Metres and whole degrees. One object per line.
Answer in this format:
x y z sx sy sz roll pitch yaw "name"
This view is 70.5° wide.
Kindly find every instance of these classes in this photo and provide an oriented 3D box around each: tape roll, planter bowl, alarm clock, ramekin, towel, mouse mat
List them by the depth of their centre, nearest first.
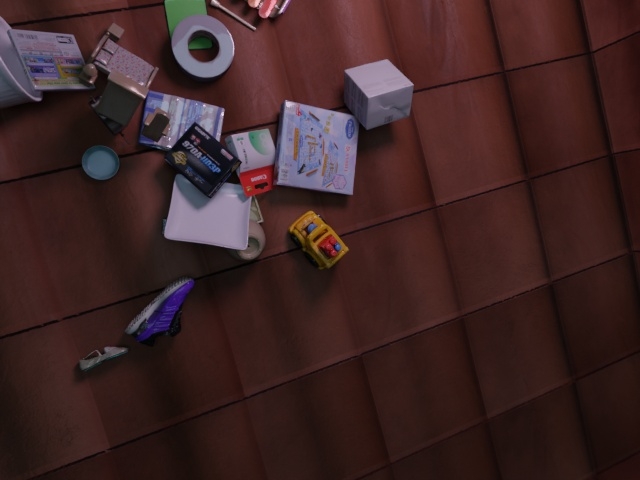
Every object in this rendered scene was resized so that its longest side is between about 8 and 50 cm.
-1.004 -0.546 1.397 0.135 0.277 0.277 -21 97 -7 "ramekin"
-0.716 -0.413 1.555 0.064 0.129 0.192 -37 120 -14 "alarm clock"
-0.426 -0.696 1.648 0.219 0.072 0.219 -1 96 -15 "tape roll"
-0.504 -0.419 1.658 0.285 0.034 0.209 11 87 -15 "towel"
-0.486 -0.798 1.669 0.153 0.007 0.189 -9 93 -15 "mouse mat"
-0.273 0.010 1.671 0.162 0.109 0.162 -7 111 -19 "planter bowl"

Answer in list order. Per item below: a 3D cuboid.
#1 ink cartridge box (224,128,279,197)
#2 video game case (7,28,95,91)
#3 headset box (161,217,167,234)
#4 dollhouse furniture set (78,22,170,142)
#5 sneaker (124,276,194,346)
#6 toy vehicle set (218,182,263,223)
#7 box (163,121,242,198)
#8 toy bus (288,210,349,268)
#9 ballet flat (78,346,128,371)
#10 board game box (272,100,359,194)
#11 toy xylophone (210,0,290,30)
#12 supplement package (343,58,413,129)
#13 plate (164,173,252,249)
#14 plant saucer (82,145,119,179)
-0.237 -0.292 1.686 0.181 0.056 0.224 -25 96 -44 "ink cartridge box"
-0.876 -0.587 1.488 0.212 0.023 0.193 -30 102 -55 "video game case"
-0.535 -0.048 1.657 0.083 0.032 0.062 4 91 -17 "headset box"
-0.596 -0.565 1.512 0.303 0.174 0.355 28 54 -28 "dollhouse furniture set"
-0.543 0.263 1.634 0.293 0.102 0.146 -44 106 -6 "sneaker"
-0.366 -0.110 1.702 0.267 0.035 0.166 -18 96 -15 "toy vehicle set"
-0.415 -0.283 1.599 0.220 0.051 0.175 41 89 10 "box"
0.000 0.000 1.718 0.149 0.211 0.220 -41 100 -10 "toy bus"
-0.765 0.403 1.592 0.168 0.057 0.052 -24 88 -14 "ballet flat"
-0.013 -0.351 1.765 0.318 0.066 0.318 6 90 -22 "board game box"
-0.268 -0.938 1.688 0.323 0.081 0.236 22 86 -15 "toy xylophone"
0.218 -0.566 1.751 0.194 0.149 0.203 -19 53 -14 "supplement package"
-0.390 -0.094 1.601 0.277 0.045 0.278 9 56 -16 "plate"
-0.770 -0.272 1.592 0.119 0.021 0.119 -1 92 -15 "plant saucer"
